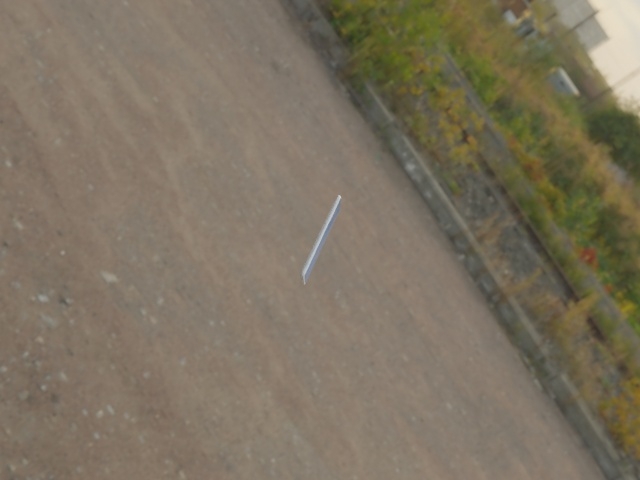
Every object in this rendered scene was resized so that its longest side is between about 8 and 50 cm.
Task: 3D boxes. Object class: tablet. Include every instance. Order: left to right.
[{"bbox_3d":[0.000,0.000,0.919,0.006,0.083,0.054,24,-10,5],"label":"tablet"}]
